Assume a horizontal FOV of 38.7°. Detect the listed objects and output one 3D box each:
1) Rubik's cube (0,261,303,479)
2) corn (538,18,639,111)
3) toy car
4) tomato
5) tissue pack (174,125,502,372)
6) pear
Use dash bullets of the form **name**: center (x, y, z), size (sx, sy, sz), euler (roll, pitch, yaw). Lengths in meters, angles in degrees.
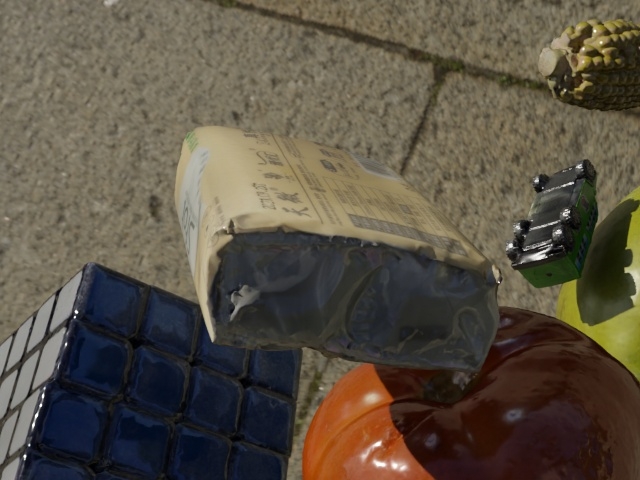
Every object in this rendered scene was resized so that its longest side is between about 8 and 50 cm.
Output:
- **Rubik's cube**: center (-0.259, 0.284, 1.211), size (0.343, 0.344, 0.337), euler (-35, 38, 45)
- **corn**: center (0.339, -0.170, 0.884), size (0.288, 0.086, 0.087), euler (-4, 72, -24)
- **toy car**: center (0.259, -0.020, 0.984), size (0.071, 0.062, 0.165), euler (-19, 29, 40)
- **tomato**: center (0.112, 0.166, 0.668), size (0.259, 0.260, 0.180), euler (-17, 106, 15)
- **tissue pack**: center (0.000, 0.000, 0.609), size (0.186, 0.222, 0.090), euler (9, 111, -18)
- **pear**: center (0.397, 0.069, 1.034), size (0.252, 0.253, 0.307), euler (9, 58, 21)
